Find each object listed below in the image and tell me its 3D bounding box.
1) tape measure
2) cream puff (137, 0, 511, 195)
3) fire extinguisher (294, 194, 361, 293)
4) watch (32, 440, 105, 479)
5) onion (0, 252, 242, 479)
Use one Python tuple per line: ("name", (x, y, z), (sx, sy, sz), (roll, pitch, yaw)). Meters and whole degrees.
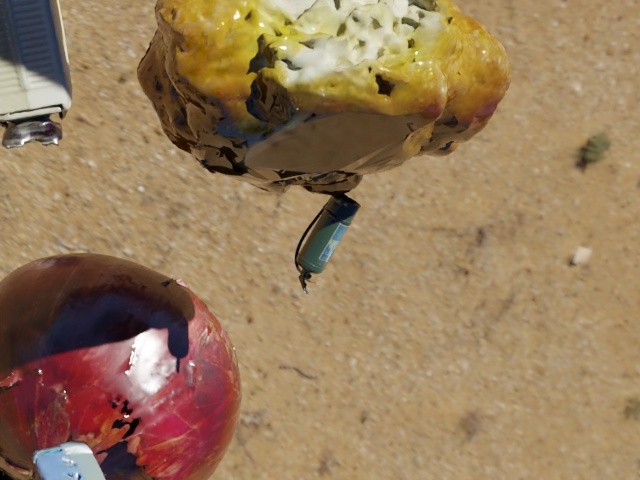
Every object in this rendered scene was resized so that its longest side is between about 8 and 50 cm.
("tape measure", (-0.375, -0.267, 1.525), (0.133, 0.231, 0.271), (-13, 113, -8))
("cream puff", (-0.009, -0.117, 0.920), (0.269, 0.241, 0.154), (24, 54, -44))
("fire extinguisher", (0.000, 0.000, 1.030), (0.025, 0.038, 0.083), (18, 106, -44))
("watch", (-0.118, 0.314, 0.876), (0.068, 0.274, 0.276), (-13, 115, -24))
("onion", (-0.211, 0.140, 1.226), (0.276, 0.276, 0.276), (-11, 110, -30))
